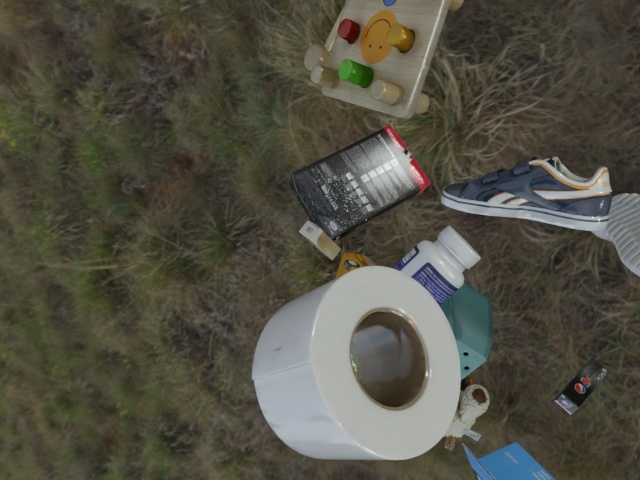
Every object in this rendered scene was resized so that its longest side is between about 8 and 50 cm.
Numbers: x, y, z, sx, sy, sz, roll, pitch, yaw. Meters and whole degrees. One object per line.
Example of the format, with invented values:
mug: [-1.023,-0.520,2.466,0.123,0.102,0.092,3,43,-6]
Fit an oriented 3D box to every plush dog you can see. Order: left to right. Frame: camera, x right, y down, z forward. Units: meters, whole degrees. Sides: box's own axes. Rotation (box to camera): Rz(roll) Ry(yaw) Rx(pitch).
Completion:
plush dog: [0.423,0.552,1.698,0.262,0.225,0.211,-6,111,5]

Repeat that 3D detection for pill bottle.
pill bottle: [0.199,0.066,0.934,0.186,0.112,0.112,-45,74,15]

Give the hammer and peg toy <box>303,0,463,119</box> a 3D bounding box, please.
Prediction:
hammer and peg toy: [0.082,-0.397,0.952,0.361,0.127,0.266,35,114,46]

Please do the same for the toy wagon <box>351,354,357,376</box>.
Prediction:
toy wagon: [0.062,0.330,1.482,0.267,0.068,0.344,57,179,-16]

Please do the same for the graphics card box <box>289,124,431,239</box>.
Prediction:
graphics card box: [0.119,-0.171,1.521,0.233,0.370,0.094,58,162,8]

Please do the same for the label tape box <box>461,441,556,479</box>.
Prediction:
label tape box: [0.364,0.458,0.780,0.240,0.105,0.334,43,161,52]

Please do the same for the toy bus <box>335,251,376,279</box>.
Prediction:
toy bus: [0.133,0.148,1.503,0.333,0.130,0.108,-123,49,-65]

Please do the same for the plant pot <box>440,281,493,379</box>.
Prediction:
plant pot: [0.348,0.238,1.323,0.165,0.234,0.166,34,121,-10]

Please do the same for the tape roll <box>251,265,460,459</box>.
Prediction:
tape roll: [0.049,0.175,0.702,0.169,0.246,0.246,-33,83,53]

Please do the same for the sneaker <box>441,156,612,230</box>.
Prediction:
sneaker: [0.406,-0.109,1.007,0.320,0.126,0.128,11,109,30]

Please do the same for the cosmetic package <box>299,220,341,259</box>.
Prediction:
cosmetic package: [0.000,0.000,1.341,0.041,0.115,0.060,-51,47,-5]

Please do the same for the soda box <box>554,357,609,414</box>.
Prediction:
soda box: [0.739,0.411,1.416,0.060,0.168,0.053,43,149,28]

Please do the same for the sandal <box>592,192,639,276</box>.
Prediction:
sandal: [0.685,-0.003,1.020,0.169,0.416,0.102,-37,100,20]
